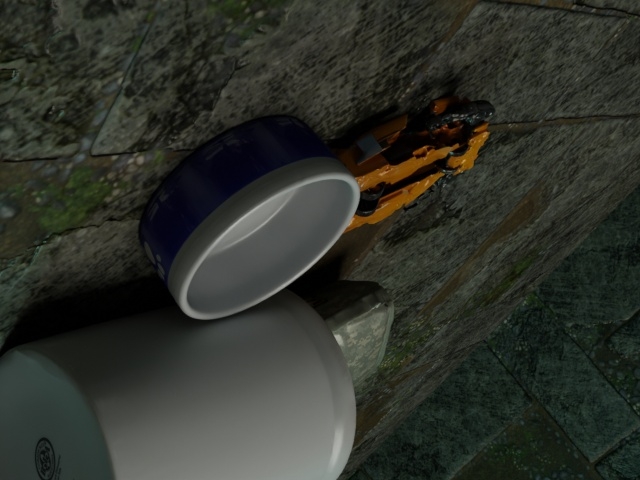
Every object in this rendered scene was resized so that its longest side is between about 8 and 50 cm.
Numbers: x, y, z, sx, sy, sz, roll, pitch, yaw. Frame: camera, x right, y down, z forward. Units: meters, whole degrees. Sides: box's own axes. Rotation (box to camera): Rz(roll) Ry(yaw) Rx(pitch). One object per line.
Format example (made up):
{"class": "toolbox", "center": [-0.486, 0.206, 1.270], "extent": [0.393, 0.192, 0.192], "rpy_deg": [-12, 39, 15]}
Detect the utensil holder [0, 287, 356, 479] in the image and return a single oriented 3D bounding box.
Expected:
{"class": "utensil holder", "center": [-0.200, 0.245, 1.235], "extent": [0.386, 0.327, 0.327], "rpy_deg": [-10, 145, -46]}

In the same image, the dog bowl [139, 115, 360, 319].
{"class": "dog bowl", "center": [-0.086, -0.025, 1.151], "extent": [0.265, 0.104, 0.265], "rpy_deg": [-33, 159, -14]}

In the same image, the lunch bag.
{"class": "lunch bag", "center": [-0.011, 0.186, 1.618], "extent": [0.235, 0.169, 0.287], "rpy_deg": [-28, 161, -25]}

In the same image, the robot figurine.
{"class": "robot figurine", "center": [0.120, -0.115, 1.327], "extent": [0.291, 0.085, 0.211], "rpy_deg": [-27, 156, -26]}
